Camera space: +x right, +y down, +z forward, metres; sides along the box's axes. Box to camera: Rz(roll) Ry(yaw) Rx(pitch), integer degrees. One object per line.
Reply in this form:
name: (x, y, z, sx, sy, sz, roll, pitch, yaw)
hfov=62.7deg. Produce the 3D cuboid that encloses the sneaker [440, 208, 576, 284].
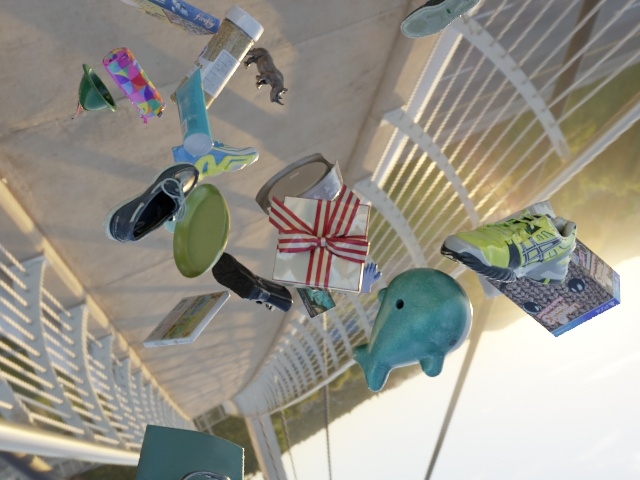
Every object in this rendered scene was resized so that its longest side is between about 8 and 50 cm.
sneaker: (0.401, 0.002, 1.113, 0.385, 0.145, 0.147, 3, 109, -39)

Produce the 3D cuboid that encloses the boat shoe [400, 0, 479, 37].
boat shoe: (0.335, -0.643, 1.466, 0.233, 0.079, 0.084, -21, 126, 30)

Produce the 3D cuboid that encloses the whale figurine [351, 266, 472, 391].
whale figurine: (0.154, 0.169, 1.007, 0.272, 0.216, 0.141, -45, 138, 19)

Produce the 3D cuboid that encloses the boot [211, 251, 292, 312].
boot: (-0.222, 0.143, 1.722, 0.207, 0.246, 0.094, 30, 92, -50)

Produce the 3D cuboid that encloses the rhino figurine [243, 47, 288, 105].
rhino figurine: (-0.197, -0.619, 1.984, 0.106, 0.243, 0.073, -31, -177, -15)

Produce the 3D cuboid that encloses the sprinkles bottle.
sprinkles bottle: (-0.326, -0.556, 1.655, 0.355, 0.121, 0.121, -53, 160, 7)

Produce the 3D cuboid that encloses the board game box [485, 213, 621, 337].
board game box: (0.689, 0.109, 1.568, 0.232, 0.291, 0.141, -49, -177, 42)

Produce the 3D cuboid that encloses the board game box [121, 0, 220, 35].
board game box: (-0.421, -0.637, 1.449, 0.243, 0.165, 0.042, 13, 98, -41)

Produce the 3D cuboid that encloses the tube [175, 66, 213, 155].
tube: (-0.247, -0.250, 1.012, 0.080, 0.207, 0.052, -33, 141, 20)

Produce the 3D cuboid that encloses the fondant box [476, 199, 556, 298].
fondant box: (0.669, 0.038, 1.800, 0.096, 0.238, 0.330, -15, 169, -34)

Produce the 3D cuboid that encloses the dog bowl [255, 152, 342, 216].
dog bowl: (-0.073, -0.193, 1.973, 0.349, 0.102, 0.348, -24, -152, 14)

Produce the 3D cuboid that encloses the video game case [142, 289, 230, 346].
video game case: (-0.418, 0.245, 1.649, 0.206, 0.026, 0.227, -12, -154, 31)

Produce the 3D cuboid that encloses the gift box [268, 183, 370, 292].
gift box: (0.000, 0.000, 1.402, 0.255, 0.276, 0.258, 2, 172, 4)

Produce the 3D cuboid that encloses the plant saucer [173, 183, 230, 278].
plant saucer: (-0.294, -0.021, 1.316, 0.037, 0.241, 0.241, 15, 135, -42)

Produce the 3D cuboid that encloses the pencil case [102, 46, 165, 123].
pencil case: (-0.597, -0.499, 1.692, 0.104, 0.104, 0.236, -30, 131, -2)

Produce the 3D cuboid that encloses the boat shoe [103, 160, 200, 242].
boat shoe: (-0.319, -0.080, 1.061, 0.254, 0.079, 0.095, -47, 143, -47)

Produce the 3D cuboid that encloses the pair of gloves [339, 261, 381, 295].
pair of gloves: (0.163, 0.165, 2.258, 0.198, 0.023, 0.159, 0, 119, -15)

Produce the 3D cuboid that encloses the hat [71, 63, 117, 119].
hat: (-0.817, -0.469, 1.788, 0.184, 0.173, 0.208, -29, 151, 0)

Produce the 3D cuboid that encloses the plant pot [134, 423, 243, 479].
plant pot: (-0.301, 0.551, 1.220, 0.234, 0.165, 0.165, 7, 115, -12)

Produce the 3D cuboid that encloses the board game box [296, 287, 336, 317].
board game box: (-0.029, 0.166, 1.813, 0.026, 0.186, 0.126, -34, 170, 37)

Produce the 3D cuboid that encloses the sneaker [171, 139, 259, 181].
sneaker: (-0.274, -0.232, 1.359, 0.240, 0.126, 0.091, -27, -162, -32)

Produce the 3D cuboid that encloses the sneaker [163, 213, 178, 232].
sneaker: (-0.500, -0.088, 1.724, 0.094, 0.151, 0.256, 4, 135, -8)

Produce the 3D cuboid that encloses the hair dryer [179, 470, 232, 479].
hair dryer: (-0.172, 0.432, 0.734, 0.224, 0.080, 0.293, -26, 133, 10)
